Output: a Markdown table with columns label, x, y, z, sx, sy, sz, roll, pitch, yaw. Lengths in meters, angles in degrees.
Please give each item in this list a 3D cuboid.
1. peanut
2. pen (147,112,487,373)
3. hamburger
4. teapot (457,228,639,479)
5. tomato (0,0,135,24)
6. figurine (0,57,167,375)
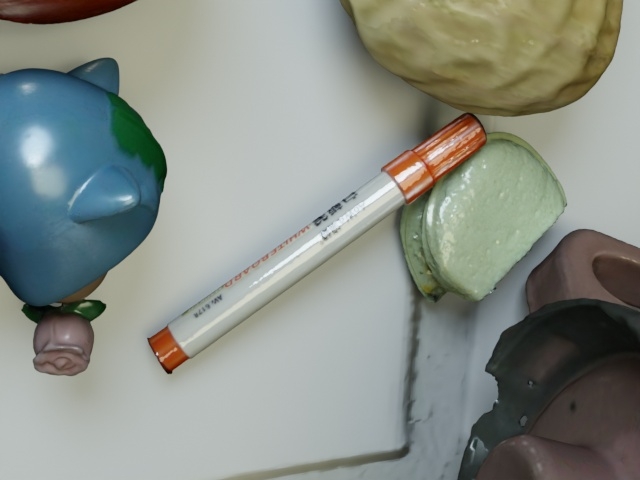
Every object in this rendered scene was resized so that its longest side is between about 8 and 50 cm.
| label | x | y | z | sx | sy | sz | roll | pitch | yaw |
| --- | --- | --- | --- | --- | --- | --- | --- | --- | --- |
| peanut | 0.104 | -0.190 | 0.442 | 0.197 | 0.110 | 0.233 | 16 | 97 | -27 |
| pen | 0.000 | 0.000 | 0.469 | 0.239 | 0.028 | 0.028 | -36 | 114 | -5 |
| hamburger | 0.103 | -0.023 | 0.514 | 0.121 | 0.054 | 0.084 | -38 | 109 | -14 |
| teapot | 0.259 | 0.163 | 0.459 | 0.362 | 0.376 | 0.305 | 20 | 134 | -15 |
| tomato | -0.126 | -0.169 | 0.355 | 0.173 | 0.099 | 0.189 | -17 | 69 | -5 |
| figurine | -0.159 | -0.006 | 0.380 | 0.178 | 0.114 | 0.144 | -16 | 132 | -8 |
